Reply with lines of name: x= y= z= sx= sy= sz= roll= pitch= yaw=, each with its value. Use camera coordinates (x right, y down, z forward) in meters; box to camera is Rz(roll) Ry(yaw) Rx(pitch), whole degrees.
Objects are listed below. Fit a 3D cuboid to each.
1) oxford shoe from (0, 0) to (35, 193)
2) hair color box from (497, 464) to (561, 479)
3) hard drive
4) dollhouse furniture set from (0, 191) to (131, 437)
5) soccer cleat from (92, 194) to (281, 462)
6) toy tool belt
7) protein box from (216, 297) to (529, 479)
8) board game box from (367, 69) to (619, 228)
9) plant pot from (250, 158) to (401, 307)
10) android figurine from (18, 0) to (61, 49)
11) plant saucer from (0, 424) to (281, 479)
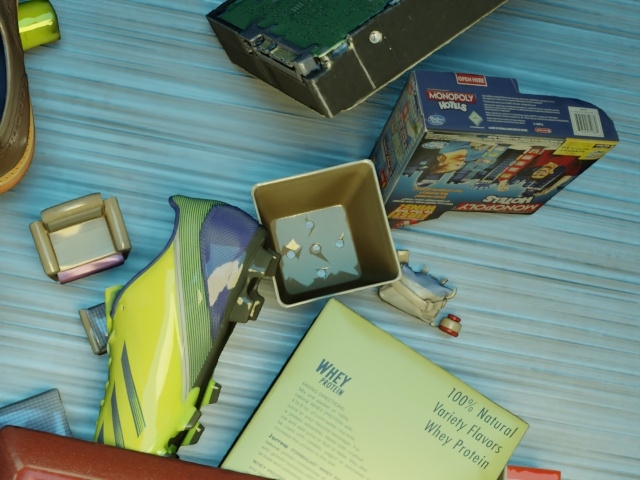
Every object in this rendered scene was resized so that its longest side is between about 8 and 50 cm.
oxford shoe: x=-0.309 y=-0.224 z=1.430 sx=0.130 sy=0.133 sz=0.363 roll=-16 pitch=83 yaw=-12
hair color box: x=0.168 y=0.280 z=1.472 sx=0.053 sy=0.093 sz=0.167 roll=7 pitch=81 yaw=-4
hard drive: x=0.087 y=-0.242 z=1.480 sx=0.339 sy=0.237 sz=0.064 roll=-35 pitch=117 yaw=-11
dollhouse furniture set: x=-0.259 y=0.141 z=1.397 sx=0.286 sy=0.198 sz=0.303 roll=-18 pitch=84 yaw=-8
soccer cleat: x=-0.139 y=0.098 z=1.420 sx=0.121 sy=0.093 sz=0.289 roll=27 pitch=90 yaw=8
toy tool belt: x=0.096 y=0.046 z=1.523 sx=0.083 sy=0.052 sz=0.051 roll=27 pitch=88 yaw=-2
protein box: x=0.032 y=0.191 z=1.450 sx=0.200 sy=0.136 sz=0.201 roll=33 pitch=80 yaw=1
board game box: x=0.124 y=-0.071 z=1.493 sx=0.194 sy=0.194 sz=0.060 roll=2 pitch=65 yaw=-27
plant pot: x=0.000 y=0.000 z=1.497 sx=0.109 sy=0.096 sz=0.109 roll=-13 pitch=83 yaw=-8
android figurine: x=-0.377 y=-0.195 z=1.510 sx=0.273 sy=0.056 sz=0.248 roll=-21 pitch=85 yaw=-11
plant saucer: x=-0.155 y=0.294 z=1.330 sx=0.258 sy=0.048 sz=0.259 roll=12 pitch=82 yaw=-2
